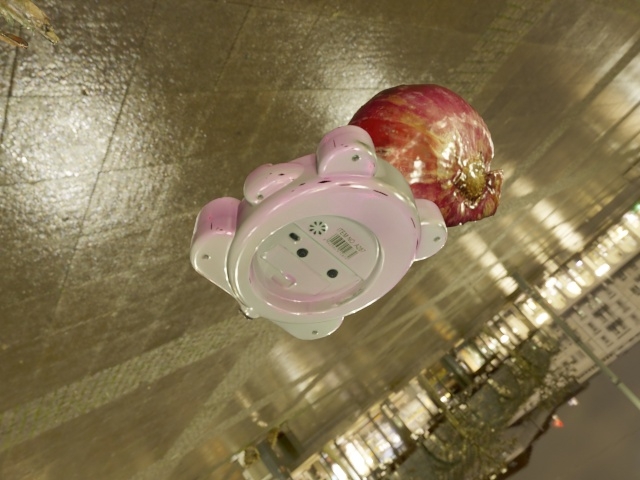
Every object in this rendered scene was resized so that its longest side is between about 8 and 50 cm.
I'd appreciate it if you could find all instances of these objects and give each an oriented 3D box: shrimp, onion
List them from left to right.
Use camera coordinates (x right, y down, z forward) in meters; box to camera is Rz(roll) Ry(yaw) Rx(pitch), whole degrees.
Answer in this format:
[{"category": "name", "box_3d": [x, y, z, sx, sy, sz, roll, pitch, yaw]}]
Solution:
[{"category": "shrimp", "box_3d": [-0.913, -0.652, 1.665, 0.173, 0.253, 0.058, -42, -165, 26]}, {"category": "onion", "box_3d": [0.133, -0.122, 0.854, 0.256, 0.272, 0.231, -22, 111, -63]}]

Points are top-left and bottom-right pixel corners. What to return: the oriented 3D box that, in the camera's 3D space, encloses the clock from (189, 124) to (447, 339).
[{"category": "clock", "box_3d": [0.000, 0.000, 0.642, 0.247, 0.090, 0.227, -35, 124, 24]}]
